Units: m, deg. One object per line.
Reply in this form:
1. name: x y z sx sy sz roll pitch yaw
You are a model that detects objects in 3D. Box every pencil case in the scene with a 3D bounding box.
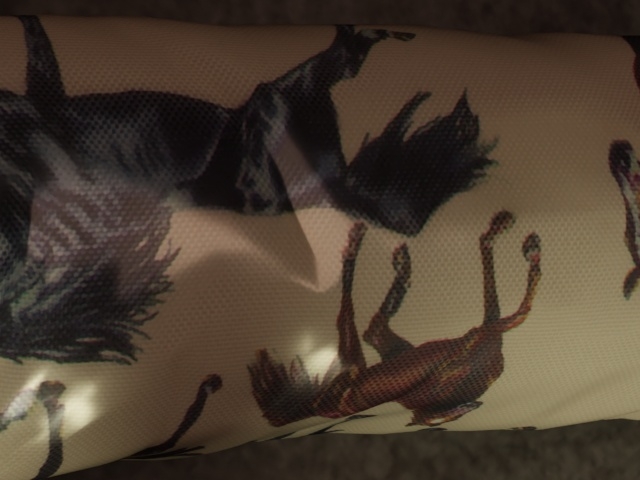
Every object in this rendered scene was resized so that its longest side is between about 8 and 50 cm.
1. pencil case: 0.000 0.000 0.625 0.410 0.183 0.159 -3 78 -24
